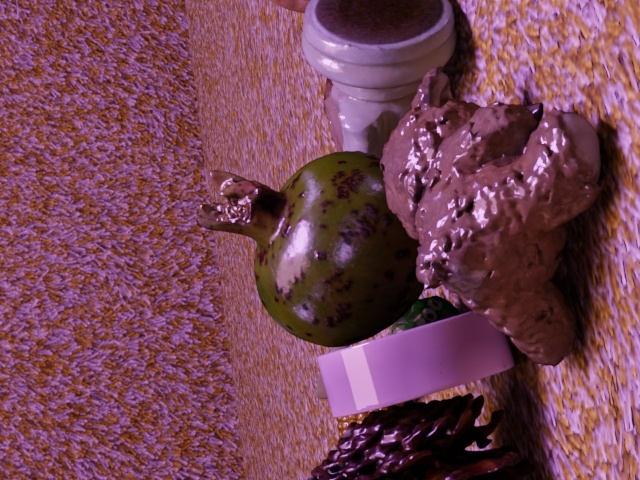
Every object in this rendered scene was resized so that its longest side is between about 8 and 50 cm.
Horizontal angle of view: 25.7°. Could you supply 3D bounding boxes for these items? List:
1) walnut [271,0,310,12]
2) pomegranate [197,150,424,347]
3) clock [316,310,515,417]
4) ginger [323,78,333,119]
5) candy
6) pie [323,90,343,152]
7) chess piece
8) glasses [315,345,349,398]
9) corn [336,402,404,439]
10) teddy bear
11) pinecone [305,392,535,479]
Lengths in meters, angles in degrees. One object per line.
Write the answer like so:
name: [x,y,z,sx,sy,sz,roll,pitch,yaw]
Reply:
walnut: [0.000,-0.375,1.641,0.228,0.228,0.228,174,90,-78]
pomegranate: [0.000,0.000,1.478,0.211,0.263,0.211,-53,23,35]
clock: [0.098,0.125,1.451,0.197,0.197,0.068,146,108,-76]
ginger: [0.036,-0.220,1.927,0.214,0.059,0.133,100,165,-46]
candy: [0.120,0.151,1.704,0.323,0.097,0.097,95,166,-68]
pie: [0.067,-0.078,1.806,0.128,0.068,0.282,67,179,-51]
chess piece: [0.069,-0.141,1.602,0.175,0.176,0.298,-110,14,-49]
glasses: [0.060,0.115,1.771,0.239,0.102,0.206,-123,43,-83]
corn: [0.077,0.298,1.889,0.101,0.102,0.310,174,87,-78]
teddy bear: [0.144,-0.036,1.300,0.256,0.156,0.267,-111,18,-55]
pinecone: [0.121,0.303,1.433,0.246,0.246,0.292,147,101,-76]
